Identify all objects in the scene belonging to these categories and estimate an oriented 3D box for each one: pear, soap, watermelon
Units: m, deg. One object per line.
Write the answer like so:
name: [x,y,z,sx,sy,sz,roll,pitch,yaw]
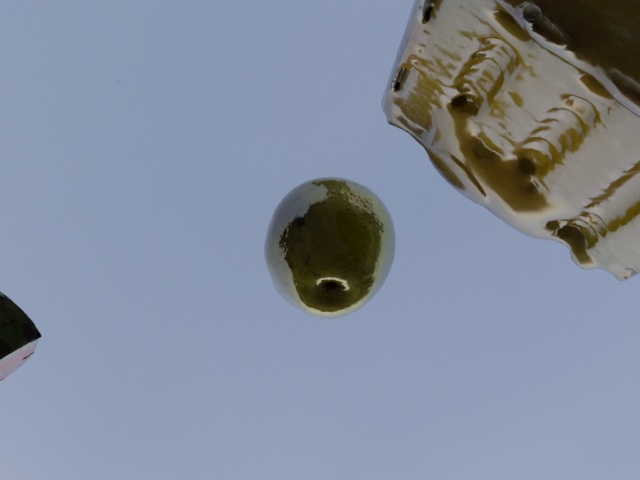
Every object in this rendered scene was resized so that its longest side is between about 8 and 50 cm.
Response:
pear: [0.000,0.000,0.981,0.141,0.141,0.104,-47,-47,-1]
soap: [0.182,-0.105,0.729,0.259,0.281,0.143,34,-102,3]
watermelon: [-0.298,0.101,0.914,0.094,0.135,0.125,47,-138,-49]
